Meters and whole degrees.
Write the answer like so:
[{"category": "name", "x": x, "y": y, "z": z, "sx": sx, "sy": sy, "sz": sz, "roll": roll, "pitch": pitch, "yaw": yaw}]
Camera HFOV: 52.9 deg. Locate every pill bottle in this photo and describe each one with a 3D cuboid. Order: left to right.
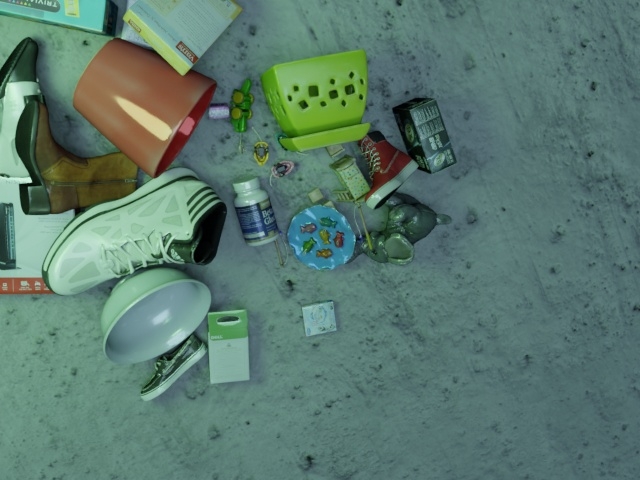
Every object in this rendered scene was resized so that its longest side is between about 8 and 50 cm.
[{"category": "pill bottle", "x": -0.172, "y": -0.078, "z": 1.677, "sx": 0.094, "sy": 0.094, "sz": 0.169, "roll": -18, "pitch": 107, "yaw": -7}]

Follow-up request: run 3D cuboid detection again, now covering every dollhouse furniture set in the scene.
[{"category": "dollhouse furniture set", "x": 0.023, "y": -0.163, "z": 1.694, "sx": 0.161, "sy": 0.101, "sz": 0.181, "roll": -33, "pitch": 108, "yaw": -3}]

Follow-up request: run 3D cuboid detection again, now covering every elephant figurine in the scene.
[{"category": "elephant figurine", "x": 0.199, "y": -0.003, "z": 1.762, "sx": 0.170, "sy": 0.186, "sz": 0.239, "roll": 2, "pitch": 118, "yaw": -47}]

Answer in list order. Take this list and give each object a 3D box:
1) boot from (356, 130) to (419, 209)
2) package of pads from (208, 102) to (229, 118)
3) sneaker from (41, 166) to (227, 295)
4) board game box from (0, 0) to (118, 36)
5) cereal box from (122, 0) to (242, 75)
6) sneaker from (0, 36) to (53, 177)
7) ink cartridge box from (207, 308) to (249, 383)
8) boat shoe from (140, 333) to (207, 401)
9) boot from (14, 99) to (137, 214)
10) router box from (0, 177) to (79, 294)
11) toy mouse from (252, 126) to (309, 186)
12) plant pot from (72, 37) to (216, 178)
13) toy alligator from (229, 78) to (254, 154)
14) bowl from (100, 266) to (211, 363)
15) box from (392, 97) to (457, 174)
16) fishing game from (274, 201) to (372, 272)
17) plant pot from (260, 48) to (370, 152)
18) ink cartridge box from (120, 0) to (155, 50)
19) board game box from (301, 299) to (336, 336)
[{"category": "boot", "x": 0.134, "y": -0.190, "z": 1.652, "sx": 0.176, "sy": 0.244, "sz": 0.088, "roll": 43, "pitch": 132, "yaw": 0}, {"category": "package of pads", "x": -0.253, "y": -0.323, "z": 1.605, "sx": 0.050, "sy": 0.083, "sz": 0.031, "roll": -3, "pitch": 109, "yaw": -8}, {"category": "sneaker", "x": -0.415, "y": 0.005, "z": 1.497, "sx": 0.448, "sy": 0.258, "sz": 0.169, "roll": -38, "pitch": 134, "yaw": -19}, {"category": "board game box", "x": -0.626, "y": -0.515, "z": 1.389, "sx": 0.337, "sy": 0.254, "sz": 0.079, "roll": 8, "pitch": 102, "yaw": -13}, {"category": "cereal box", "x": -0.302, "y": -0.506, "z": 1.438, "sx": 0.173, "sy": 0.047, "sz": 0.240, "roll": 43, "pitch": 55, "yaw": -19}, {"category": "sneaker", "x": -0.690, "y": -0.301, "z": 1.497, "sx": 0.146, "sy": 0.123, "sz": 0.330, "roll": 19, "pitch": 82, "yaw": -37}, {"category": "ink cartridge box", "x": -0.254, "y": 0.282, "z": 1.766, "sx": 0.109, "sy": 0.062, "sz": 0.209, "roll": -3, "pitch": 104, "yaw": -12}, {"category": "boat shoe", "x": -0.411, "y": 0.340, "z": 1.744, "sx": 0.219, "sy": 0.078, "sz": 0.070, "roll": -42, "pitch": 109, "yaw": -8}, {"category": "boot", "x": -0.547, "y": -0.192, "z": 1.498, "sx": 0.281, "sy": 0.096, "sz": 0.263, "roll": -11, "pitch": 107, "yaw": -43}, {"category": "router box", "x": -0.767, "y": -0.022, "z": 1.570, "sx": 0.336, "sy": 0.082, "sz": 0.300, "roll": 0, "pitch": 104, "yaw": -12}, {"category": "toy mouse", "x": -0.103, "y": -0.224, "z": 1.689, "sx": 0.143, "sy": 0.031, "sz": 0.160, "roll": -6, "pitch": 105, "yaw": -10}, {"category": "plant pot", "x": -0.414, "y": -0.321, "z": 1.495, "sx": 0.243, "sy": 0.275, "sz": 0.274, "roll": 32, "pitch": 95, "yaw": -7}, {"category": "toy alligator", "x": -0.209, "y": -0.317, "z": 1.636, "sx": 0.051, "sy": 0.056, "sz": 0.189, "roll": 15, "pitch": 105, "yaw": 27}, {"category": "bowl", "x": -0.436, "y": 0.166, "z": 1.631, "sx": 0.298, "sy": 0.134, "sz": 0.297, "roll": -31, "pitch": 151, "yaw": -19}, {"category": "box", "x": 0.272, "y": -0.277, "z": 1.696, "sx": 0.078, "sy": 0.147, "sz": 0.180, "roll": -25, "pitch": 108, "yaw": -6}, {"category": "fishing game", "x": 0.000, "y": 0.000, "z": 1.720, "sx": 0.264, "sy": 0.041, "sz": 0.189, "roll": -8, "pitch": 109, "yaw": 12}, {"category": "plant pot", "x": -0.007, "y": -0.331, "z": 1.569, "sx": 0.229, "sy": 0.227, "sz": 0.207, "roll": -13, "pitch": 101, "yaw": -11}, {"category": "ink cartridge box", "x": -0.353, "y": -0.602, "z": 1.526, "sx": 0.186, "sy": 0.065, "sz": 0.310, "roll": 10, "pitch": 104, "yaw": -15}, {"category": "board game box", "x": -0.004, "y": 0.220, "z": 1.826, "sx": 0.090, "sy": 0.020, "sz": 0.090, "roll": -10, "pitch": 106, "yaw": -10}]
